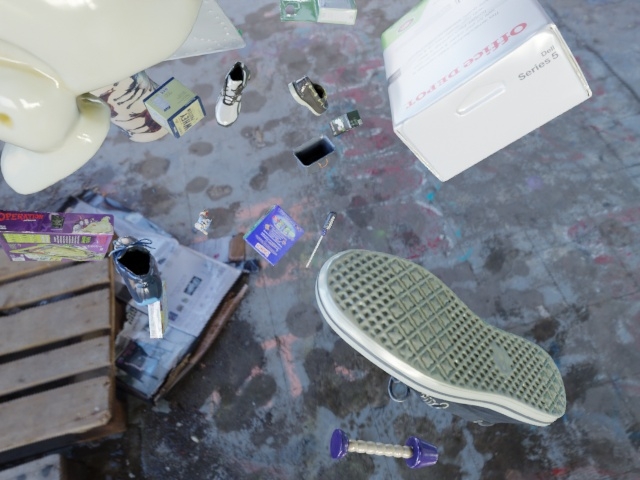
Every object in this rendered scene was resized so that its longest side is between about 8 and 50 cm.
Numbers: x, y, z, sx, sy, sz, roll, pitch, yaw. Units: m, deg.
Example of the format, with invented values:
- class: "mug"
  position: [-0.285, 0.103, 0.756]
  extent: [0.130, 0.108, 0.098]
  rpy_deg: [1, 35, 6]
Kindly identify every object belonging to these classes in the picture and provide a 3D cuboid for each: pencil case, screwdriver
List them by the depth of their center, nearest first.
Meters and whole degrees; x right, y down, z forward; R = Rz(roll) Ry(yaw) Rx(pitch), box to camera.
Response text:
- class: "pencil case"
  position: [-0.501, -0.401, 1.231]
  extent: [0.183, 0.410, 0.160]
  rpy_deg: [-35, 67, 0]
- class: "screwdriver"
  position: [0.000, 0.000, 1.314]
  extent: [0.024, 0.170, 0.025]
  rpy_deg: [19, 15, -21]

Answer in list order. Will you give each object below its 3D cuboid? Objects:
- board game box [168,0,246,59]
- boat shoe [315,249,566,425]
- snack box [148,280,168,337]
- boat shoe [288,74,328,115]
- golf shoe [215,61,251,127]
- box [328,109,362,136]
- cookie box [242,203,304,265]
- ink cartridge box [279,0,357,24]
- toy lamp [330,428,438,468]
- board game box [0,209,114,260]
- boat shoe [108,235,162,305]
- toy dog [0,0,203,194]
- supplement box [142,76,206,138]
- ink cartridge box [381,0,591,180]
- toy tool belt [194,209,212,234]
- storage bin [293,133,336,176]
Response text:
- class: "board game box"
  position: [-0.448, -0.610, 1.448]
  extent: [0.390, 0.390, 0.050]
  rpy_deg: [-7, 90, 6]
- class: "boat shoe"
  position: [0.181, 0.177, 0.804]
  extent: [0.500, 0.156, 0.187]
  rpy_deg: [29, 51, -26]
- class: "snack box"
  position: [-0.473, 0.200, 1.490]
  extent: [0.037, 0.141, 0.100]
  rpy_deg: [0, 18, -7]
- class: "boat shoe"
  position: [-0.018, -0.449, 1.584]
  extent: [0.068, 0.228, 0.081]
  rpy_deg: [-28, 80, 20]
- class: "golf shoe"
  position: [-0.266, -0.434, 1.501]
  extent: [0.077, 0.094, 0.198]
  rpy_deg: [16, 87, 0]
- class: "box"
  position: [0.080, -0.372, 1.620]
  extent: [0.083, 0.052, 0.062]
  rpy_deg: [-15, 10, 46]
- class: "cookie box"
  position: [-0.106, -0.014, 1.157]
  extent: [0.092, 0.040, 0.107]
  rpy_deg: [45, 82, -16]
- class: "ink cartridge box"
  position: [-0.011, -0.761, 1.644]
  extent: [0.235, 0.056, 0.171]
  rpy_deg: [1, 48, -8]
- class: "toy lamp"
  position: [0.164, 0.518, 1.270]
  extent: [0.274, 0.080, 0.080]
  rpy_deg: [14, 54, -18]
- class: "board game box"
  position: [-0.575, -0.001, 1.116]
  extent: [0.208, 0.347, 0.056]
  rpy_deg: [6, 76, -26]
- class: "boat shoe"
  position: [-0.417, 0.045, 1.179]
  extent: [0.109, 0.089, 0.258]
  rpy_deg: [-22, 39, -30]
- class: "toy dog"
  position: [-0.305, -0.228, 0.322]
  extent: [0.395, 0.408, 0.285]
  rpy_deg: [7, 78, 42]
- class: "supplement box"
  position: [-0.294, -0.268, 1.032]
  extent: [0.083, 0.056, 0.083]
  rpy_deg: [39, 73, 17]
- class: "ink cartridge box"
  position: [0.196, -0.238, 0.675]
  extent: [0.198, 0.115, 0.273]
  rpy_deg: [-31, 36, 29]
- class: "toy tool belt"
  position: [-0.410, -0.065, 1.828]
  extent: [0.051, 0.083, 0.052]
  rpy_deg: [38, 29, 15]
- class: "storage bin"
  position: [-0.016, -0.278, 1.737]
  extent: [0.135, 0.091, 0.098]
  rpy_deg: [-34, 70, -15]
